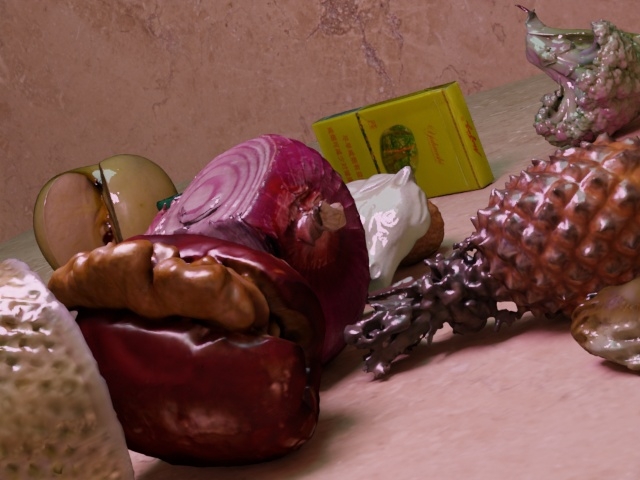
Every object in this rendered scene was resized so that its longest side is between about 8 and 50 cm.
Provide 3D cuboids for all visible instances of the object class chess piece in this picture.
[{"bbox_3d":[0.000,0.000,1.551,0.298,0.176,0.176,-9,13,14],"label":"chess piece"}]

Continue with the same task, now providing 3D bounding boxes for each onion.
[{"bbox_3d":[-0.048,0.017,1.318,0.272,0.256,0.230,8,29,29],"label":"onion"}]

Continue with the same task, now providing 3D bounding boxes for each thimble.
[{"bbox_3d":[-0.297,0.159,1.062,0.150,0.271,0.270,-24,11,-27],"label":"thimble"}]

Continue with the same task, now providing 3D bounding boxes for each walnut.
[{"bbox_3d":[0.117,-0.015,1.634,0.124,0.105,0.105,-20,8,-37],"label":"walnut"},{"bbox_3d":[-0.120,0.084,1.105,0.269,0.244,0.222,-2,39,33],"label":"walnut"}]

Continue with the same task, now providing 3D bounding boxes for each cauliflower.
[{"bbox_3d":[0.452,-0.301,2.035,0.315,0.239,0.256,37,39,23],"label":"cauliflower"}]

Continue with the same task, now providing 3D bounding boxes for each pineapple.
[{"bbox_3d":[0.187,0.024,1.174,0.361,0.175,0.175,-27,9,13],"label":"pineapple"}]

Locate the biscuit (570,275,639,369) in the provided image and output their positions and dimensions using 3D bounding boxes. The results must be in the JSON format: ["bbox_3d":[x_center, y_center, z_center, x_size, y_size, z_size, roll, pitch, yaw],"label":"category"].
[{"bbox_3d":[0.346,0.052,0.919,0.335,0.078,0.329,-11,9,32],"label":"biscuit"}]

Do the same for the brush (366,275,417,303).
[{"bbox_3d":[-0.023,0.090,1.469,0.300,0.071,0.084,-13,25,10],"label":"brush"}]

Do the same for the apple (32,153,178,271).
[{"bbox_3d":[-0.402,-0.030,2.253,0.291,0.254,0.292,-16,10,3],"label":"apple"}]

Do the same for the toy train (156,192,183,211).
[{"bbox_3d":[-0.099,-0.039,1.883,0.249,0.178,0.429,-24,5,7],"label":"toy train"}]

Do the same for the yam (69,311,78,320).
[{"bbox_3d":[-0.266,0.104,1.552,0.168,0.168,0.304,-21,11,-5],"label":"yam"}]

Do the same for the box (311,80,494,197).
[{"bbox_3d":[0.140,-0.160,2.086,0.335,0.187,0.047,-9,18,47],"label":"box"}]
